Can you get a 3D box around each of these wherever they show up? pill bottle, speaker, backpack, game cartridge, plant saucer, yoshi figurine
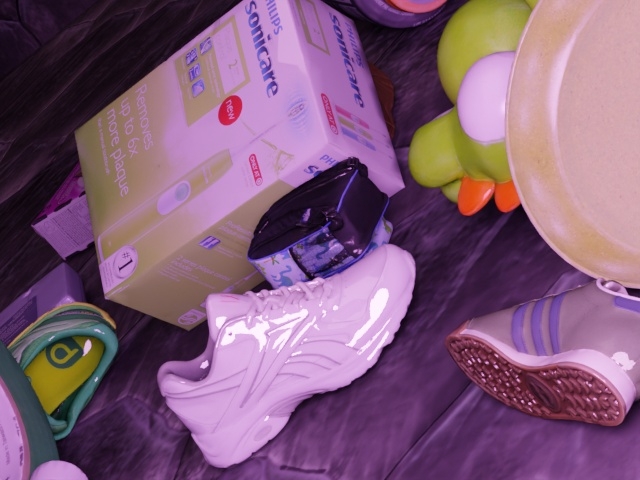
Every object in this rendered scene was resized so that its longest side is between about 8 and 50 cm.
[{"bbox_3d":[0.074,-0.304,1.944,0.130,0.130,0.245,-44,19,-4],"label":"pill bottle"},{"bbox_3d":[-0.234,0.245,1.486,0.055,0.055,0.136,-37,20,19],"label":"speaker"},{"bbox_3d":[0.000,0.000,1.495,0.114,0.084,0.105,-26,24,30],"label":"backpack"},{"bbox_3d":[-0.382,0.154,2.004,0.294,0.060,0.196,-42,22,3],"label":"game cartridge"},{"bbox_3d":[0.222,-0.088,1.119,0.241,0.037,0.241,-7,81,45],"label":"plant saucer"},{"bbox_3d":[0.203,-0.161,1.298,0.362,0.203,0.203,-31,6,39],"label":"yoshi figurine"}]

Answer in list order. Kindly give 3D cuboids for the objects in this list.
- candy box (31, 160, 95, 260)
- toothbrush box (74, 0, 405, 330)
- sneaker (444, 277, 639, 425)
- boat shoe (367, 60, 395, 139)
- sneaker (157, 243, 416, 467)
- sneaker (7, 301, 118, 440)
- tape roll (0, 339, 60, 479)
[{"bbox_3d":[-0.245,-0.084,2.216,0.233,0.071,0.159,-26,24,40],"label":"candy box"},{"bbox_3d":[-0.084,-0.078,1.652,0.283,0.122,0.206,-32,54,26],"label":"toothbrush box"},{"bbox_3d":[0.158,0.062,1.079,0.086,0.064,0.192,-41,17,-17],"label":"sneaker"},{"bbox_3d":[0.035,-0.116,1.733,0.059,0.063,0.170,-46,13,28],"label":"boat shoe"},{"bbox_3d":[-0.031,0.071,1.351,0.232,0.115,0.090,-41,18,8],"label":"sneaker"},{"bbox_3d":[-0.317,0.172,1.735,0.295,0.109,0.123,-47,15,-14],"label":"sneaker"},{"bbox_3d":[-0.365,0.159,1.528,0.077,0.321,0.321,-36,19,19],"label":"tape roll"}]
